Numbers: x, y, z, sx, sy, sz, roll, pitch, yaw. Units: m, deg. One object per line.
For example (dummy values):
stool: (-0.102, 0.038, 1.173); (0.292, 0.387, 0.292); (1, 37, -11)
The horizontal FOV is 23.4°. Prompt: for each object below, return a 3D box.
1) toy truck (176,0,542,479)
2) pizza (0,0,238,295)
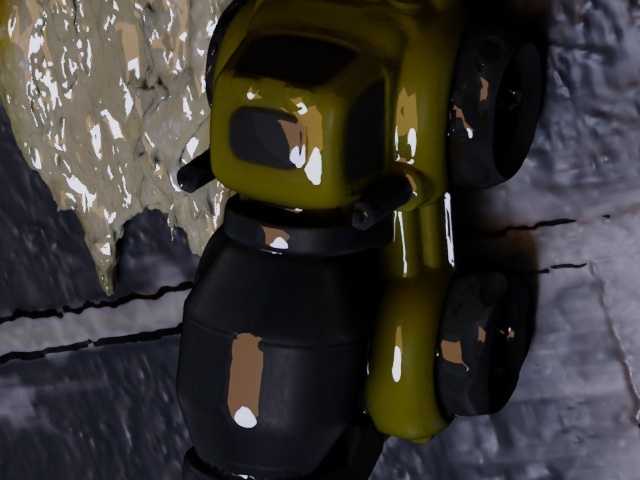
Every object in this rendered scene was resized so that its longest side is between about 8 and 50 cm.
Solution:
toy truck: (0.000, 0.000, 0.656); (0.147, 0.165, 0.224); (14, 116, 25)
pizza: (-0.106, -0.087, 0.759); (0.181, 0.034, 0.262); (11, 115, 25)
